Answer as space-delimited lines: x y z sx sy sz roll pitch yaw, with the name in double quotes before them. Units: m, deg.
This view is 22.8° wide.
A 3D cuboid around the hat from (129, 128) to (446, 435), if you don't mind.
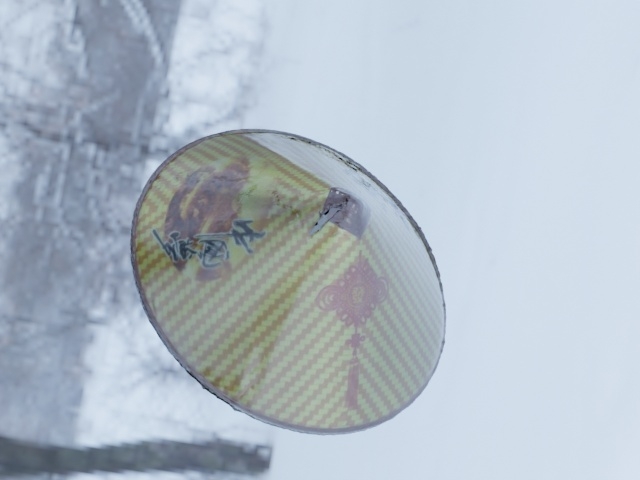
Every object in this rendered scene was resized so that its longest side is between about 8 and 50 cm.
"hat" 0.000 0.000 0.845 0.082 0.193 0.193 128 155 -48
